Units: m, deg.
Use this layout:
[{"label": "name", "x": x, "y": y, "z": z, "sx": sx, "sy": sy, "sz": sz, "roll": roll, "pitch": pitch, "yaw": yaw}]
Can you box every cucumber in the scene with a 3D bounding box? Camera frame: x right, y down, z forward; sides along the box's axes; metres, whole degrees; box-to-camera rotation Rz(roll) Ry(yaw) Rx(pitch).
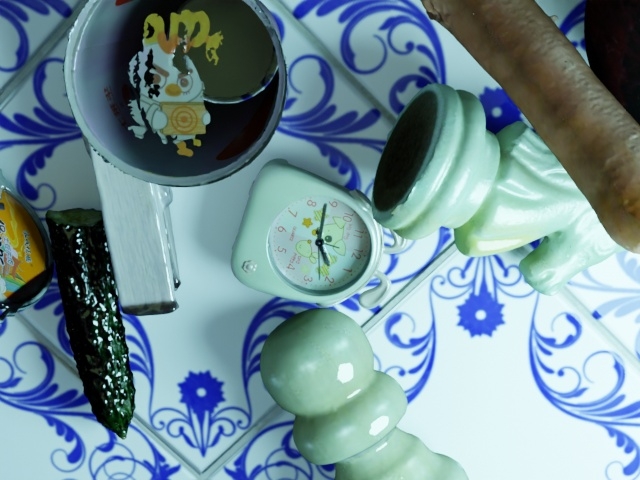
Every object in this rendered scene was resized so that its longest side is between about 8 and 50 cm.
[{"label": "cucumber", "x": -0.271, "y": 0.103, "z": 1.212, "sx": 0.072, "sy": 0.072, "sz": 0.300, "roll": -4, "pitch": 107, "yaw": 5}]

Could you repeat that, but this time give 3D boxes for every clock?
[{"label": "clock", "x": 0.000, "y": 0.000, "z": 1.170, "sx": 0.191, "sy": 0.062, "sz": 0.151, "roll": 18, "pitch": 106, "yaw": -2}]

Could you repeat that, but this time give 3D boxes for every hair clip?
[{"label": "hair clip", "x": -0.214, "y": -0.084, "z": 1.145, "sx": 0.085, "sy": 0.101, "sz": 0.331, "roll": -4, "pitch": 104, "yaw": 8}]

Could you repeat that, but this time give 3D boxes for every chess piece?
[{"label": "chess piece", "x": 0.049, "y": 0.233, "z": 1.188, "sx": 0.182, "sy": 0.182, "sz": 0.330, "roll": -29, "pitch": 97, "yaw": 11}, {"label": "chess piece", "x": 0.218, "y": -0.044, "z": 1.113, "sx": 0.298, "sy": 0.176, "sz": 0.176, "roll": 20, "pitch": 107, "yaw": -16}]

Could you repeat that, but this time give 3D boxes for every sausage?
[{"label": "sausage", "x": 0.224, "y": -0.163, "z": 1.024, "sx": 0.419, "sy": 0.094, "sz": 0.094, "roll": 54, "pitch": 146, "yaw": 17}]

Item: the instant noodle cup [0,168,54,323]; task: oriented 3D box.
[{"label": "instant noodle cup", "x": -0.414, "y": 0.024, "z": 1.159, "sx": 0.125, "sy": 0.208, "sz": 0.177, "roll": -30, "pitch": 129, "yaw": 27}]

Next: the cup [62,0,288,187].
[{"label": "cup", "x": -0.117, "y": -0.181, "z": 1.006, "sx": 0.203, "sy": 0.288, "sz": 0.203, "roll": 1, "pitch": 106, "yaw": 3}]

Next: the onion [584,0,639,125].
[{"label": "onion", "x": 0.397, "y": -0.189, "z": 0.982, "sx": 0.314, "sy": 0.232, "sz": 0.314, "roll": 28, "pitch": 144, "yaw": 22}]
